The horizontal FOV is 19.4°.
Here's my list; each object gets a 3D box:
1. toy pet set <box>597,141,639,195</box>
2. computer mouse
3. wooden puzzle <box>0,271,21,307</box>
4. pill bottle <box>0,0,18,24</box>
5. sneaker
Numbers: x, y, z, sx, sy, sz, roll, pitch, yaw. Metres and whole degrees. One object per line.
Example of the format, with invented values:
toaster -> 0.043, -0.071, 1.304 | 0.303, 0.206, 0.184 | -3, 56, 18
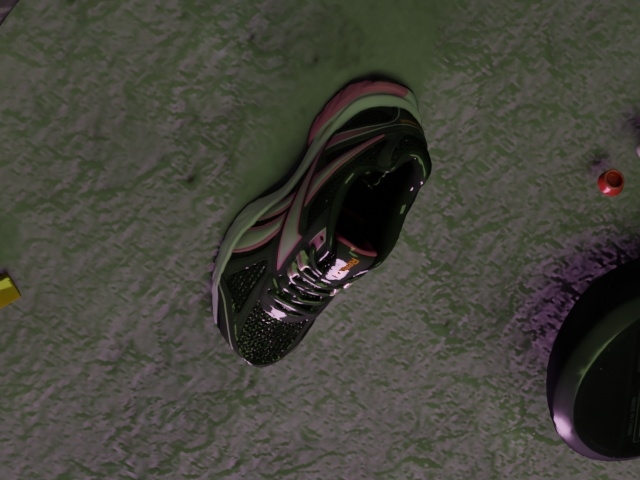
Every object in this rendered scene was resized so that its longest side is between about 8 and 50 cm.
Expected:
toy pet set -> 0.239, -0.027, 1.046 | 0.114, 0.122, 0.065 | -35, 170, -21
computer mouse -> 0.239, 0.058, 1.136 | 0.272, 0.072, 0.188 | -9, 122, -27
wooden puzzle -> -0.219, 0.010, 0.987 | 0.078, 0.014, 0.116 | -38, 125, 3
pill bottle -> -0.172, -0.177, 0.791 | 0.162, 0.162, 0.278 | 30, 108, -31
sneaker -> 0.000, 0.000, 1.011 | 0.072, 0.077, 0.178 | 17, 116, -25
